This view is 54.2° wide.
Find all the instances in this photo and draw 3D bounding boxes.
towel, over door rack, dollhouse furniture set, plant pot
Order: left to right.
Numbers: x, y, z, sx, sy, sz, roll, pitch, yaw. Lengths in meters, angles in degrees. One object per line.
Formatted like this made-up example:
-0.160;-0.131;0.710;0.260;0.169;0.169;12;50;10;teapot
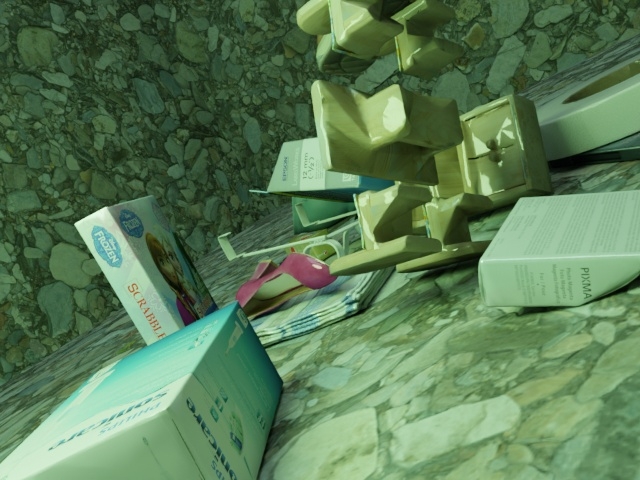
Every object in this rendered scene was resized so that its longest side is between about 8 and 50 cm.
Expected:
-0.019;0.106;1.033;0.285;0.034;0.209;-25;8;30;towel
0.000;0.000;1.213;0.324;0.108;0.240;2;21;45;over door rack
0.009;-0.167;1.948;0.197;0.292;0.293;-3;8;-1;plant pot
0.121;-0.128;0.936;0.394;0.361;0.257;2;-15;-43;dollhouse furniture set

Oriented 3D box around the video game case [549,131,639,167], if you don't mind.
0.516;-0.178;0.997;0.196;0.026;0.274;-30;7;-6;video game case

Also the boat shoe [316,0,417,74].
0.066;-0.368;0.932;0.123;0.116;0.324;-1;-14;-23;boat shoe

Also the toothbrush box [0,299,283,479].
-0.172;0.197;0.634;0.217;0.126;0.295;-27;7;7;toothbrush box

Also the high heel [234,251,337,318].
-0.065;0.086;1.030;0.244;0.082;0.117;-2;56;52;high heel

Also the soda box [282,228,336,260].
-0.028;0.018;1.526;0.058;0.061;0.181;-31;8;-21;soda box

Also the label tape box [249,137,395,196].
0.051;-0.142;1.303;0.249;0.115;0.348;4;1;-41;label tape box

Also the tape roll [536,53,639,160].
0.539;-0.259;1.096;0.392;0.072;0.392;-29;8;4;tape roll

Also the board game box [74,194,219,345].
-0.299;0.075;1.179;0.066;0.317;0.318;-28;8;2;board game box

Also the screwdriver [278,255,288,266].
-0.116;0.068;1.679;0.170;0.024;0.025;-24;38;43;screwdriver

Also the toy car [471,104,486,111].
0.349;-0.182;1.290;0.182;0.159;0.136;-38;-26;-41;toy car

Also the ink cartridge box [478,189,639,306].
0.292;0.001;0.613;0.233;0.066;0.189;1;22;30;ink cartridge box

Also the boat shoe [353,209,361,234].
0.142;-0.110;1.538;0.121;0.119;0.335;-25;9;25;boat shoe
